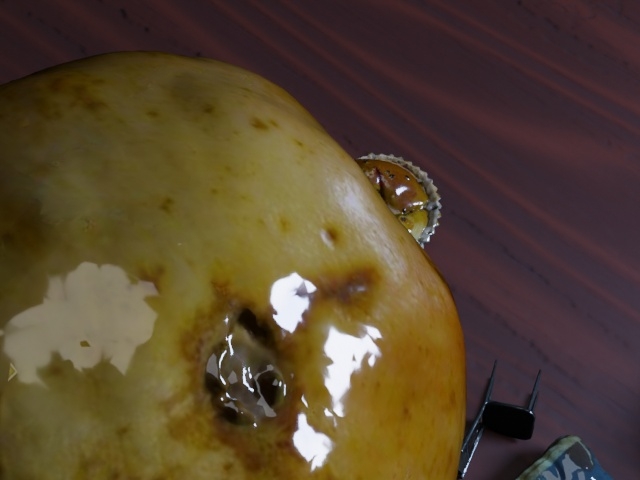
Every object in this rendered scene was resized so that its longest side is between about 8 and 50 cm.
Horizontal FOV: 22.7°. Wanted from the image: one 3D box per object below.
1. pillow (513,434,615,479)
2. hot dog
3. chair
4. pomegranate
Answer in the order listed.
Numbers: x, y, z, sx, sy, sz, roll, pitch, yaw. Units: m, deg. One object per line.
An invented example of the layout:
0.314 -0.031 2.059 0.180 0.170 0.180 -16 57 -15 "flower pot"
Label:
0.133 0.257 0.998 0.256 0.034 0.189 -33 70 -25 "pillow"
0.000 0.000 1.121 0.192 0.053 0.099 -26 70 -17 "hot dog"
0.122 0.123 1.071 0.042 0.037 0.086 17 54 17 "chair"
-0.126 0.091 0.880 0.410 0.410 0.410 3 59 -5 "pomegranate"
